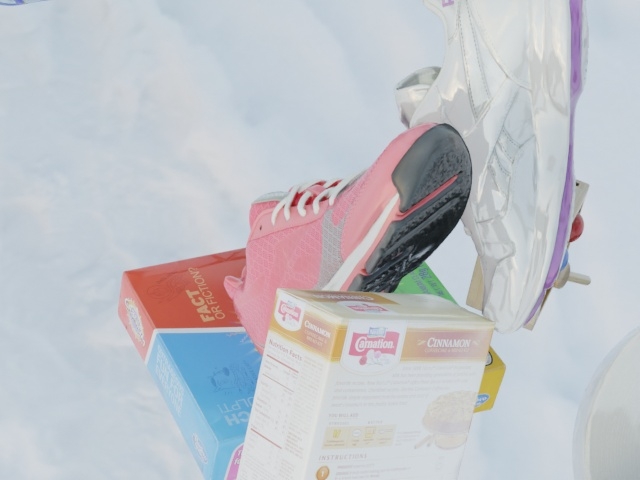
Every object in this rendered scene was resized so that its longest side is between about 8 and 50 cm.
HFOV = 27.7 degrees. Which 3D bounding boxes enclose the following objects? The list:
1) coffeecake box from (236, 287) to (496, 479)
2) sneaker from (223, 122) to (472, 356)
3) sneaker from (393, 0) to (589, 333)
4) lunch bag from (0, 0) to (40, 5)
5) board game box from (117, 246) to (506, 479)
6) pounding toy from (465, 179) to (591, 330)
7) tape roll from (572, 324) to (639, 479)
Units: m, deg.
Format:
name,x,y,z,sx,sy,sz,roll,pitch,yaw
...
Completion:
name,x,y,z,sx,sy,sz,roll,pitch,yaw
coffeecake box,0.025,0.130,0.850,0.142,0.068,0.185,5,102,-41
sneaker,-0.001,0.000,1.004,0.136,0.314,0.116,47,49,13
sneaker,0.136,-0.072,1.065,0.114,0.152,0.305,-58,150,-67
lunch bag,-0.250,-0.306,1.149,0.176,0.219,0.090,-8,60,-2
board game box,-0.011,0.100,1.301,0.316,0.242,0.064,-12,135,-27
pounding toy,0.216,0.015,1.274,0.141,0.100,0.130,97,20,-44
tape roll,0.495,0.261,1.539,0.392,0.072,0.392,0,81,-1
